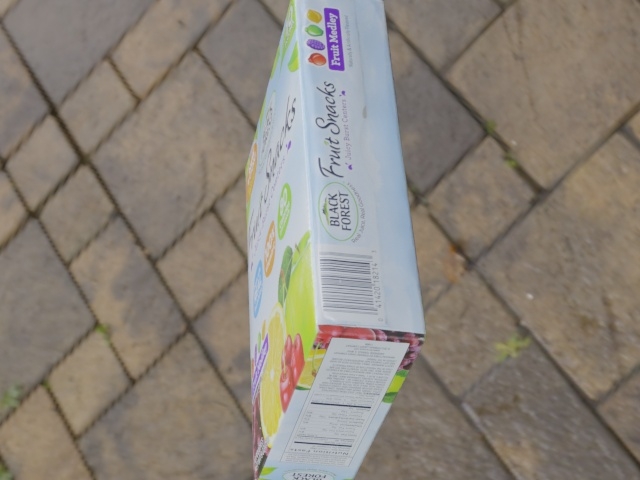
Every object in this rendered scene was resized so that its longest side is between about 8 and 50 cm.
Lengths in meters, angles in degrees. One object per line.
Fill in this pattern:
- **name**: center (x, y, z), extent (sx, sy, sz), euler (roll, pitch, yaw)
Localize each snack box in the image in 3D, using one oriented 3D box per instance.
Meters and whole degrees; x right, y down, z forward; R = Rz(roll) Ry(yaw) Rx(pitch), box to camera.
- **snack box**: center (0.000, 0.000, 0.471), extent (0.100, 0.037, 0.141), euler (112, 160, -51)
